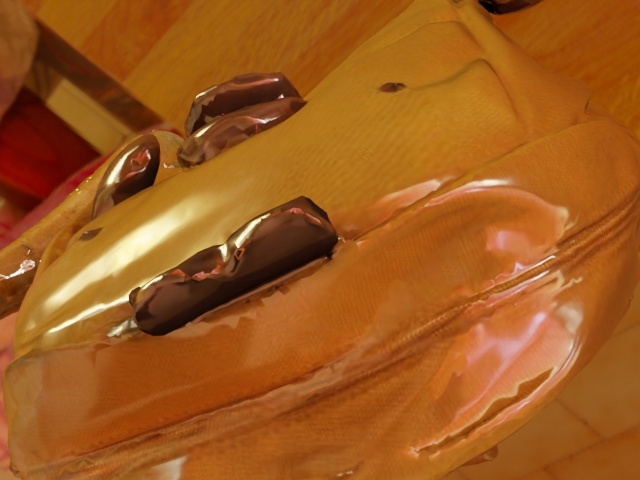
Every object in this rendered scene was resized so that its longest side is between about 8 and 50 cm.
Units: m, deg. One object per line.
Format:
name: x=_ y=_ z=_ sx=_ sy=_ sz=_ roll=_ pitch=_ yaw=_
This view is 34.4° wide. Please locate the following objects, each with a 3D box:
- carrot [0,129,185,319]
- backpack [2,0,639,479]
carrot: x=-0.195 y=0.002 z=0.789 sx=0.078 sy=0.298 sz=0.078 roll=18 pitch=128 yaw=25
backpack: x=0.005 y=0.004 z=0.523 sx=0.353 sy=0.378 sz=0.201 roll=-29 pitch=101 yaw=6
